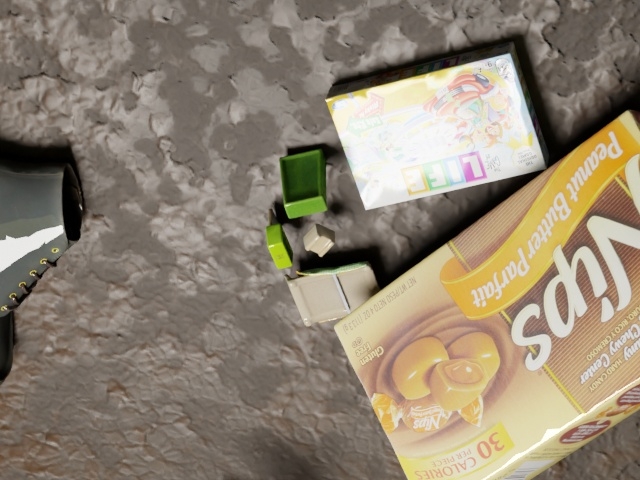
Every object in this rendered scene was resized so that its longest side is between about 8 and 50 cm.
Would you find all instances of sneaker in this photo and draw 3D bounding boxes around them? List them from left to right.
[{"bbox_3d":[-0.260,0.034,1.639,0.118,0.083,0.222,3,117,10],"label":"sneaker"}]

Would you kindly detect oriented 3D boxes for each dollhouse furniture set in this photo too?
[{"bbox_3d":[0.000,0.000,1.601,0.076,0.058,0.152,-13,134,10],"label":"dollhouse furniture set"}]

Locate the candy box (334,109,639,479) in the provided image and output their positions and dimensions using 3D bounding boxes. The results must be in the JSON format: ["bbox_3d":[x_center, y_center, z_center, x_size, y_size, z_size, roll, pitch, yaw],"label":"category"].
[{"bbox_3d":[0.180,0.063,1.511,0.316,0.087,0.183,-37,67,26],"label":"candy box"}]

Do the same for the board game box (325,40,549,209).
[{"bbox_3d":[0.093,-0.090,1.530,0.154,0.026,0.103,-13,115,18],"label":"board game box"}]
